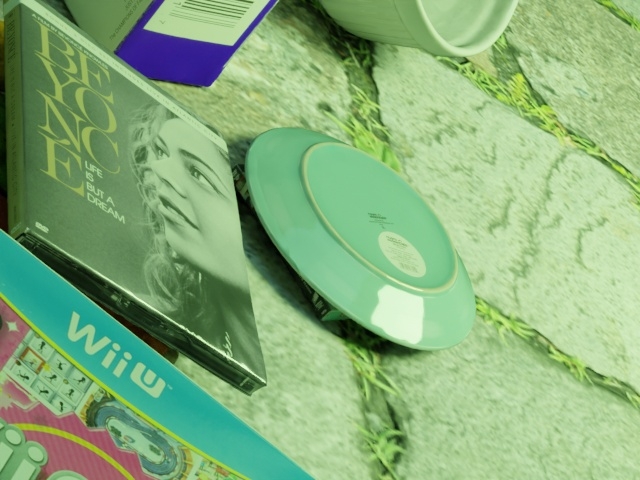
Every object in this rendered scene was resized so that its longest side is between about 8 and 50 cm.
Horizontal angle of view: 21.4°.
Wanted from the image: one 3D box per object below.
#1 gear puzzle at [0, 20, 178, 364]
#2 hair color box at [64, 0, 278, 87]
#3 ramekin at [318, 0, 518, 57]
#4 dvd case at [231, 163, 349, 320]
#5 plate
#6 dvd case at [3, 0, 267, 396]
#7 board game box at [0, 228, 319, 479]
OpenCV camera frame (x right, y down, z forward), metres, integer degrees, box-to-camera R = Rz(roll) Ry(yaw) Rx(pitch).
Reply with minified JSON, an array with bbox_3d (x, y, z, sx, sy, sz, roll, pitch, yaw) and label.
[{"bbox_3d":[-0.140,-0.020,0.898,0.175,0.044,0.339,28,32,-24],"label":"gear puzzle"},{"bbox_3d":[-0.128,-0.288,1.131,0.110,0.185,0.339,3,48,-50],"label":"hair color box"},{"bbox_3d":[0.072,-0.247,1.316,0.109,0.207,0.207,7,10,33],"label":"ramekin"},{"bbox_3d":[0.000,0.000,1.079,0.087,0.013,0.119,0,49,-51],"label":"dvd case"},{"bbox_3d":[0.033,-0.009,1.094,0.188,0.024,0.188,32,30,-21],"label":"plate"},{"bbox_3d":[-0.102,-0.032,0.915,0.164,0.018,0.221,36,25,-33],"label":"dvd case"},{"bbox_3d":[-0.142,0.141,0.609,0.224,0.097,0.303,39,32,-9],"label":"board game box"}]
